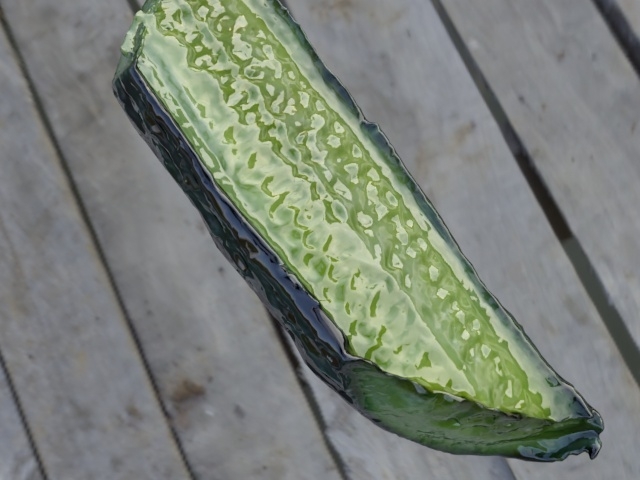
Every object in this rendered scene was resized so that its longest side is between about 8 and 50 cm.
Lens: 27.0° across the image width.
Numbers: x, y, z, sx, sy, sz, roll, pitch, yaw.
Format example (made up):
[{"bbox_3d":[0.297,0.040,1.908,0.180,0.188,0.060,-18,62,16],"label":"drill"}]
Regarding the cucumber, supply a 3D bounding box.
[{"bbox_3d":[0.000,0.000,0.421,0.220,0.070,0.046,52,133,1],"label":"cucumber"}]
